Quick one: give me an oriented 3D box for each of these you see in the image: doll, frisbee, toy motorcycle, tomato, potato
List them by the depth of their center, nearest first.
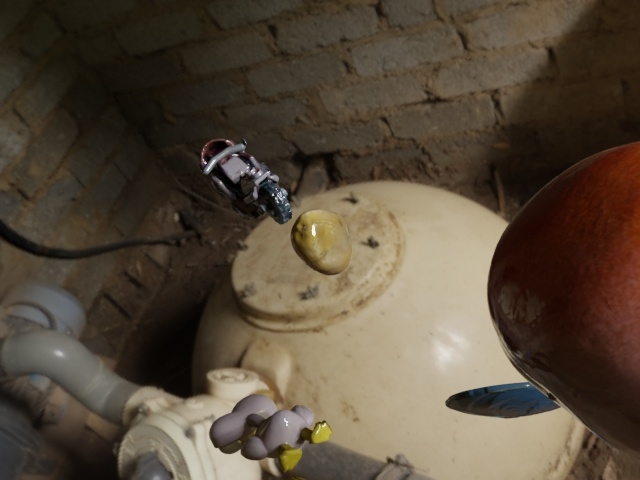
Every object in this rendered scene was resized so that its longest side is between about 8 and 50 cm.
[{"bbox_3d":[0.330,0.078,0.700,0.273,0.341,0.341,-42,40,-11],"label":"tomato"},{"bbox_3d":[0.000,0.000,0.712,0.062,0.083,0.068,-49,60,21],"label":"potato"},{"bbox_3d":[-0.106,-0.089,1.024,0.082,0.122,0.213,-43,27,-12],"label":"toy motorcycle"},{"bbox_3d":[-0.117,0.373,1.423,0.160,0.094,0.365,-31,6,-30],"label":"doll"},{"bbox_3d":[0.396,0.328,1.436,0.290,0.289,0.049,-13,67,21],"label":"frisbee"}]

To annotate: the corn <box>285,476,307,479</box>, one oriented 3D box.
[{"bbox_3d":[0.005,0.359,0.911,0.072,0.072,0.203,-46,23,-17],"label":"corn"}]
